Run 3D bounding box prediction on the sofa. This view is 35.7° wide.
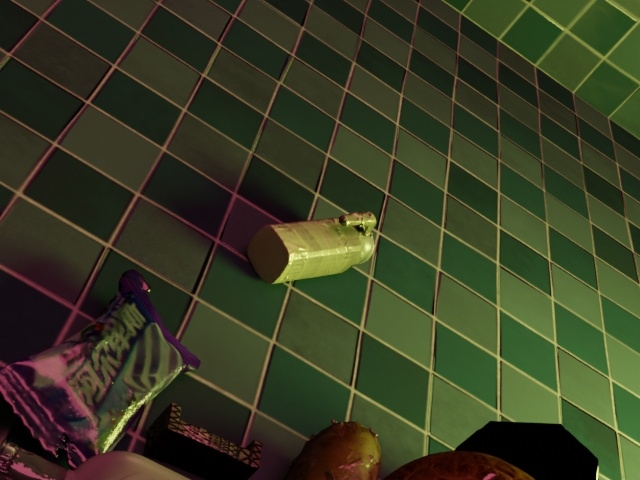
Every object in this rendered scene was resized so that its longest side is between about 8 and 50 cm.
[{"bbox_3d":[-0.128,0.227,1.088,0.118,0.060,0.039,27,39,-19],"label":"sofa"}]

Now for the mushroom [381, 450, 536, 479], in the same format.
[{"bbox_3d":[0.157,0.347,1.093,0.253,0.153,0.253,-1,52,1],"label":"mushroom"}]

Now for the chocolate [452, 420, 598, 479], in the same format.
[{"bbox_3d":[0.250,0.369,1.252,0.177,0.206,0.224,61,34,-49],"label":"chocolate"}]

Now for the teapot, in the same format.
[{"bbox_3d":[0.000,0.000,1.436,0.200,0.107,0.077,-7,53,-49],"label":"teapot"}]

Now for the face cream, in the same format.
[{"bbox_3d":[-0.183,0.278,0.948,0.291,0.071,0.144,27,54,-10],"label":"face cream"}]

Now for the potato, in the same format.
[{"bbox_3d":[-0.003,0.286,1.097,0.090,0.117,0.225,48,43,-8],"label":"potato"}]

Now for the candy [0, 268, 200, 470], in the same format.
[{"bbox_3d":[-0.231,0.138,1.088,0.145,0.070,0.275,49,31,-2],"label":"candy"}]
